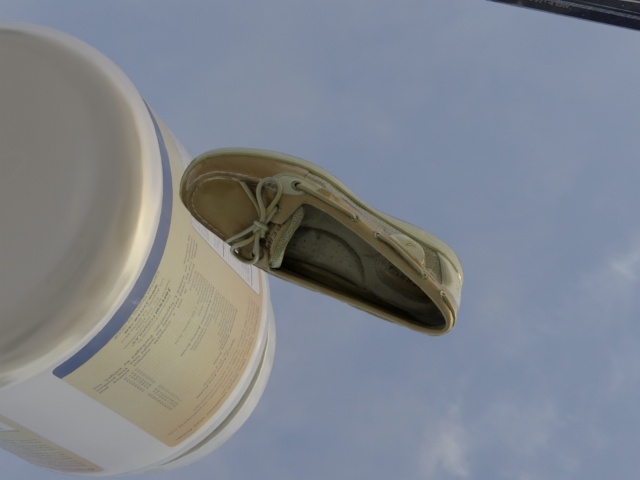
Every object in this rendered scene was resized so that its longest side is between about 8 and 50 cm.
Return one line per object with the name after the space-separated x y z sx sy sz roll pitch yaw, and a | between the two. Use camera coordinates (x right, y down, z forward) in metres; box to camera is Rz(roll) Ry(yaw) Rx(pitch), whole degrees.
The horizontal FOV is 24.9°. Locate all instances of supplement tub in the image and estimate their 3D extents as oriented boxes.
-0.164 0.025 0.930 0.228 0.316 0.228 -5 -112 13 | supplement tub

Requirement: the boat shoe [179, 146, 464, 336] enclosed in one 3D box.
0.000 0.002 0.722 0.153 0.048 0.056 28 -65 -5 | boat shoe

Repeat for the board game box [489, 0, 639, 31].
0.207 -0.159 0.619 0.243 0.042 0.165 11 -55 0 | board game box
